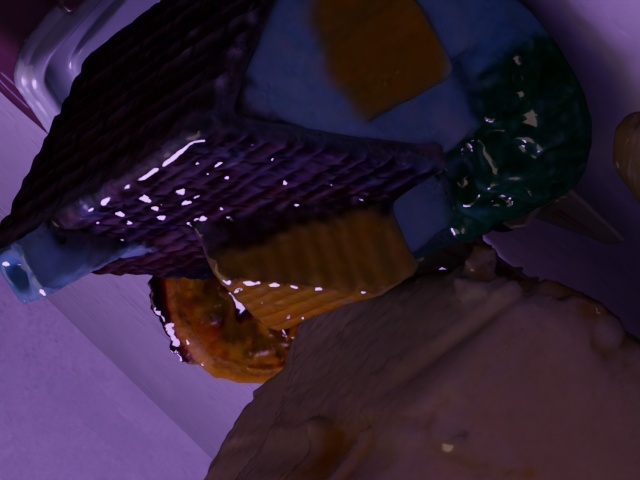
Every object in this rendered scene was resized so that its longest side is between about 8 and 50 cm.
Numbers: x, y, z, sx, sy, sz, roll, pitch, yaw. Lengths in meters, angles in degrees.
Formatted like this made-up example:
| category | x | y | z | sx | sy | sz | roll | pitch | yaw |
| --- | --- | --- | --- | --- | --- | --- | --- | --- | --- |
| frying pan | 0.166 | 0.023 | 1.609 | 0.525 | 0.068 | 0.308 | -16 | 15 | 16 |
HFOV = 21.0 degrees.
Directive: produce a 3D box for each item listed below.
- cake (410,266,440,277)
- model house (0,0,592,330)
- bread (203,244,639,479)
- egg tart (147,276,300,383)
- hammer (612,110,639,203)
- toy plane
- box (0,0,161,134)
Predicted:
| category | x | y | z | sx | sy | sz | roll | pitch | yaw |
| --- | --- | --- | --- | --- | --- | --- | --- | --- | --- |
| cake | 0.084 | -0.017 | 1.331 | 0.079 | 0.116 | 0.185 | 48 | -163 | 5 |
| model house | -0.038 | -0.042 | 0.996 | 0.230 | 0.249 | 0.280 | 56 | 142 | -6 |
| bread | 0.121 | 0.219 | 1.156 | 0.371 | 0.279 | 0.390 | 37 | 159 | -15 |
| egg tart | -0.058 | 0.005 | 1.463 | 0.215 | 0.215 | 0.171 | 54 | 174 | -30 |
| hammer | 0.260 | 0.050 | 0.913 | 0.305 | 0.113 | 0.202 | 50 | 151 | 15 |
| toy plane | 0.075 | -0.030 | 1.164 | 0.256 | 0.104 | 0.242 | 0 | 135 | 52 |
| box | -0.161 | -0.165 | 1.239 | 0.167 | 0.193 | 0.294 | 39 | 170 | 22 |
